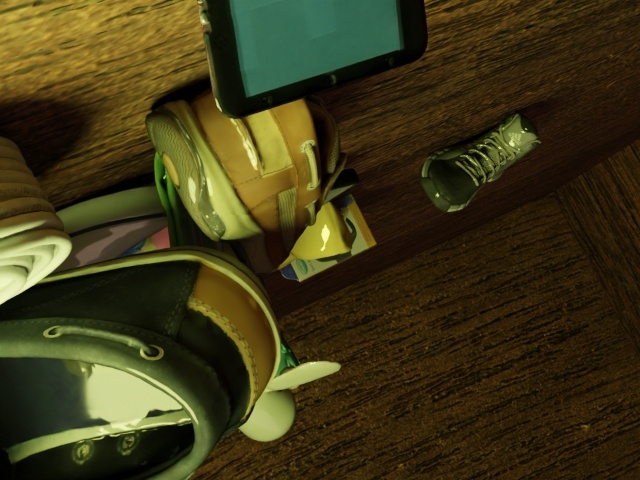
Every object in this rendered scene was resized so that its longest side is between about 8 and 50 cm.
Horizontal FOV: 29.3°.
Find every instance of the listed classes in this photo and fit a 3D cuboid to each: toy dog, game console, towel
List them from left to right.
[{"bbox_3d":[-0.108,-0.012,1.013,0.023,0.113,0.152,-13,174,7],"label":"towel"},{"bbox_3d":[-0.080,0.076,1.279,0.161,0.220,0.334,-44,165,-12],"label":"toy dog"},{"bbox_3d":[0.015,-0.136,0.594,0.144,0.085,0.124,-23,173,-34],"label":"game console"}]

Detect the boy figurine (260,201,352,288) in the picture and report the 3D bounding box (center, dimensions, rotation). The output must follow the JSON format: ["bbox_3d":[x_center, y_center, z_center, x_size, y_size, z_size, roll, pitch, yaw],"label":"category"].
[{"bbox_3d":[-0.047,0.011,1.562,0.177,0.092,0.285,-18,173,-38],"label":"boy figurine"}]

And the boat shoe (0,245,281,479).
[{"bbox_3d":[-0.270,0.135,0.887,0.500,0.187,0.156,-15,-154,17],"label":"boat shoe"}]

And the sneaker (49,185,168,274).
[{"bbox_3d":[-0.230,0.040,1.010,0.258,0.091,0.094,-26,174,-2],"label":"sneaker"}]

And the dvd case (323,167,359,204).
[{"bbox_3d":[-0.093,-0.006,1.383,0.253,0.022,0.180,-32,172,30],"label":"dvd case"}]

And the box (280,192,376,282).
[{"bbox_3d":[0.000,0.000,1.695,0.136,0.081,0.028,-26,174,-6],"label":"box"}]

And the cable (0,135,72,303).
[{"bbox_3d":[-0.276,0.024,0.710,0.257,0.089,0.257,-29,175,17],"label":"cable"}]

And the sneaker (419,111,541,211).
[{"bbox_3d":[0.232,-0.124,1.696,0.132,0.086,0.228,-37,179,37],"label":"sneaker"}]

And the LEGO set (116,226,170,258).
[{"bbox_3d":[-0.211,0.042,1.104,0.227,0.093,0.087,-27,174,2],"label":"LEGO set"}]

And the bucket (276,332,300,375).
[{"bbox_3d":[-0.191,0.182,1.950,0.281,0.183,0.281,-27,174,-3],"label":"bucket"}]

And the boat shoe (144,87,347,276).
[{"bbox_3d":[-0.035,-0.052,0.940,0.120,0.122,0.324,-30,175,1],"label":"boat shoe"}]

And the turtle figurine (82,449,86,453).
[{"bbox_3d":[-0.313,0.149,1.213,0.274,0.266,0.198,11,133,2],"label":"turtle figurine"}]
